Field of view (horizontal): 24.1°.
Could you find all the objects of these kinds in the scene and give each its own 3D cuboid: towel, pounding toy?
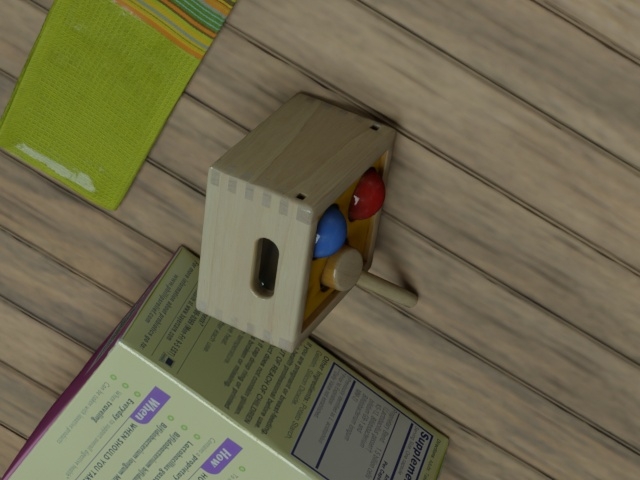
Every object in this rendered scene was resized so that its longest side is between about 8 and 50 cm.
[{"bbox_3d":[-0.131,-0.120,0.960,0.102,0.021,0.237,33,128,-3],"label":"towel"},{"bbox_3d":[0.000,0.000,0.940,0.100,0.130,0.141,23,129,19],"label":"pounding toy"}]

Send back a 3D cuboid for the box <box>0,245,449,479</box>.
[{"bbox_3d":[-0.073,0.165,1.077,0.243,0.117,0.213,36,127,-6],"label":"box"}]
